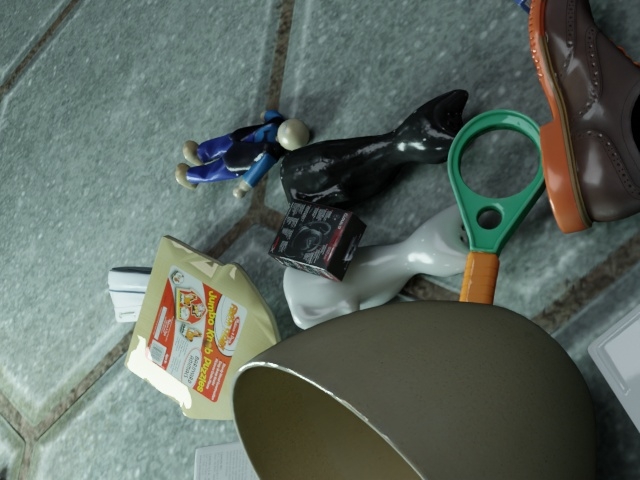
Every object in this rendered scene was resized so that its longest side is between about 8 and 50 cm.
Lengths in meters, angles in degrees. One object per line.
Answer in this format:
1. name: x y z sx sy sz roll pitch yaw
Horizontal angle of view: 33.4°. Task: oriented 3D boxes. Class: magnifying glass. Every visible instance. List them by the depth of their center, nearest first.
1. magnifying glass: 0.148 -0.010 0.941 0.092 0.026 0.231 6 73 18

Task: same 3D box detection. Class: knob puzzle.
1. knob puzzle: -0.111 0.108 1.150 0.213 0.030 0.213 7 104 29

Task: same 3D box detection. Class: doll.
1. doll: -0.090 -0.106 1.289 0.189 0.046 0.129 -13 49 35

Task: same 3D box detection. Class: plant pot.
1. plant pot: 0.096 0.154 0.802 0.191 0.284 0.284 -36 31 -27

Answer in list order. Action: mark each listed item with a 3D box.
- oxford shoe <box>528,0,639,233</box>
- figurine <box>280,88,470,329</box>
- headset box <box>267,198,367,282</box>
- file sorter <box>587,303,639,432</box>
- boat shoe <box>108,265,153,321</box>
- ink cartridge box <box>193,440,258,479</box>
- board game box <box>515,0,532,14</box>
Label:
1. oxford shoe: 0.242 -0.137 0.933 0.098 0.097 0.271 -12 65 23
2. figurine: 0.066 -0.029 1.053 0.209 0.092 0.214 -24 53 31
3. headset box: 0.000 0.000 1.013 0.083 0.032 0.062 14 74 38
4. file sorter: 0.346 0.071 0.620 0.278 0.173 0.193 -44 41 19
5. boat shoe: -0.165 0.072 1.258 0.226 0.083 0.075 3 98 47
6. ink cartridge box: -0.015 0.276 1.002 0.232 0.066 0.189 -11 58 19
7. board game box: 0.248 -0.334 1.069 0.201 0.035 0.136 -46 42 18
